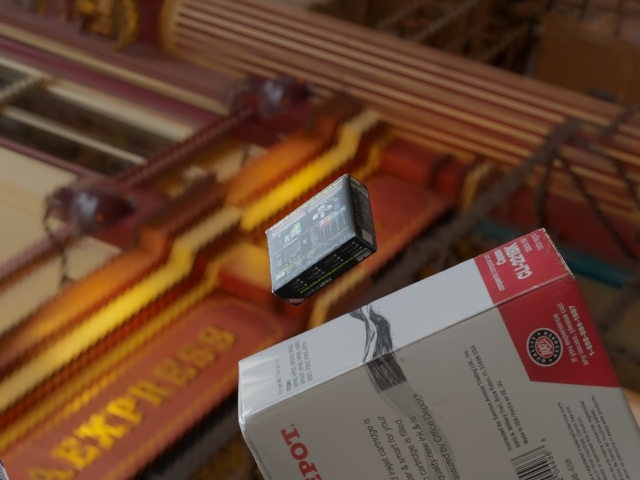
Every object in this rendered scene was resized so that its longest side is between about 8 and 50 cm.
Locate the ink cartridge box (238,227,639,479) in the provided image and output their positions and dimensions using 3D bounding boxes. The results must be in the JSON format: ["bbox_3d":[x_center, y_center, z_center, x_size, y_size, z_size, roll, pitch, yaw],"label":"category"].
[{"bbox_3d":[0.095,0.142,1.388,0.114,0.273,0.197,-105,-10,-70],"label":"ink cartridge box"}]

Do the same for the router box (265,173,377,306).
[{"bbox_3d":[0.000,0.000,1.879,0.038,0.122,0.092,34,-146,-36],"label":"router box"}]

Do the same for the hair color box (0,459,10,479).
[{"bbox_3d":[-0.333,0.283,1.181,0.339,0.185,0.110,-43,-33,19],"label":"hair color box"}]
